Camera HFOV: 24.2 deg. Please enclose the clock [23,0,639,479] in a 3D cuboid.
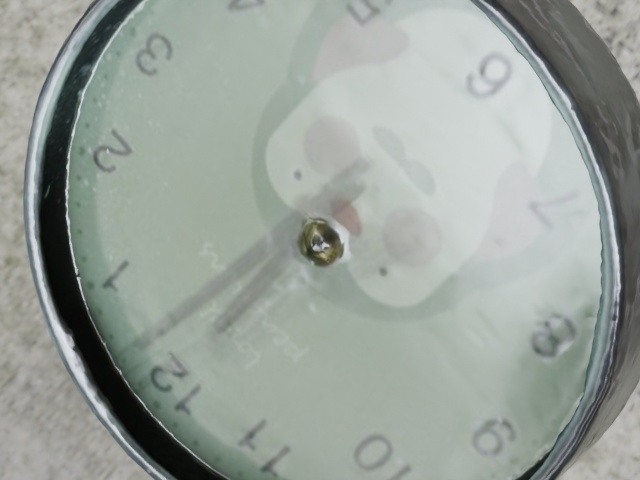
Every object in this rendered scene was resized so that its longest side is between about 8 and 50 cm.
[{"bbox_3d":[0.001,0.000,0.711,0.319,0.066,0.318,8,110,24],"label":"clock"}]
